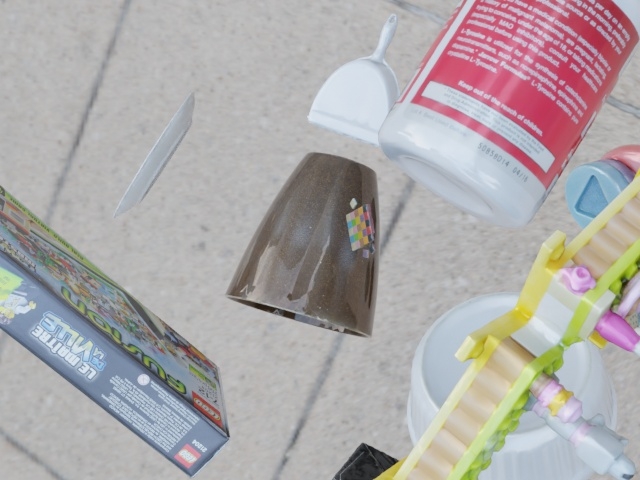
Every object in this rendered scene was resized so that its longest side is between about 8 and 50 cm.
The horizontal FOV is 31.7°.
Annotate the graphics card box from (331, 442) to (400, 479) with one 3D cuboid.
[{"bbox_3d":[0.063,0.392,0.999,0.233,0.094,0.371,25,112,15],"label":"graphics card box"}]

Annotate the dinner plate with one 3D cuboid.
[{"bbox_3d":[-0.152,-0.078,1.064,0.017,0.141,0.141,34,109,-6],"label":"dinner plate"}]

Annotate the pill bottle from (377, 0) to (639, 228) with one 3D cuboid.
[{"bbox_3d":[0.268,-0.238,1.447,0.229,0.229,0.407,31,86,23],"label":"pill bottle"}]

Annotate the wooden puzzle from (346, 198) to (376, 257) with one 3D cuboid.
[{"bbox_3d":[0.053,-0.016,1.466,0.049,0.006,0.083,-29,66,54],"label":"wooden puzzle"}]

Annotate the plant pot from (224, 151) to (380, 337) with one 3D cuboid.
[{"bbox_3d":[0.000,0.000,1.602,0.215,0.215,0.230,13,82,26],"label":"plant pot"}]

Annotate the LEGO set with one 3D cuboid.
[{"bbox_3d":[0.120,0.070,0.473,0.107,0.132,0.287,39,82,20],"label":"LEGO set"}]

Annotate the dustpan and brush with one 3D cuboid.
[{"bbox_3d":[0.080,-0.271,1.837,0.147,0.060,0.211,22,100,21],"label":"dustpan and brush"}]

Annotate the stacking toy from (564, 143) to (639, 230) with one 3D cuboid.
[{"bbox_3d":[0.513,0.016,1.793,0.279,0.130,0.309,13,123,55],"label":"stacking toy"}]

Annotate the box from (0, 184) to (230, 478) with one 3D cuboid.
[{"bbox_3d":[-0.145,0.049,0.691,0.207,0.114,0.036,42,96,-18],"label":"box"}]

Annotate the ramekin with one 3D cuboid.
[{"bbox_3d":[0.235,0.185,1.414,0.273,0.127,0.273,-7,49,8],"label":"ramekin"}]
